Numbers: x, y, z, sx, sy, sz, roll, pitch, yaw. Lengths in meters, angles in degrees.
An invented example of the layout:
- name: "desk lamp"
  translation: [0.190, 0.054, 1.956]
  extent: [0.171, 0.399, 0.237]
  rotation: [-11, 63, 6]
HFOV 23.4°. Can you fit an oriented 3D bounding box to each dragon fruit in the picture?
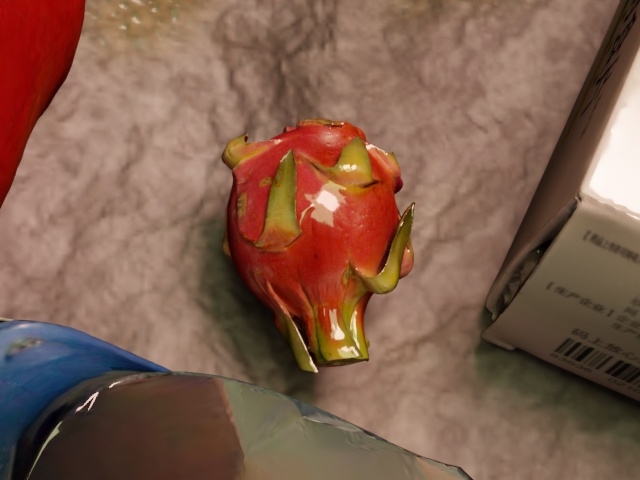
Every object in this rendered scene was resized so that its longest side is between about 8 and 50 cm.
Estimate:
- name: "dragon fruit"
  translation: [-0.001, 0.002, 0.678]
  extent: [0.081, 0.086, 0.116]
  rotation: [10, 76, -45]

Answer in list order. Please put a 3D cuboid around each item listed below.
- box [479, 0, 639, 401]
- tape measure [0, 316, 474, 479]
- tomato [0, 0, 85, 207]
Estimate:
- name: "box"
  translation: [0.222, -0.074, 0.722]
  extent: [0.173, 0.145, 0.333]
  rotation: [26, 65, 2]
- name: "tape measure"
  translation: [-0.068, 0.169, 0.513]
  extent: [0.259, 0.138, 0.262]
  rotation: [33, 77, -39]
- name: "tomato"
  translation: [-0.251, -0.086, 0.537]
  extent: [0.325, 0.293, 0.290]
  rotation: [-33, 117, 3]
